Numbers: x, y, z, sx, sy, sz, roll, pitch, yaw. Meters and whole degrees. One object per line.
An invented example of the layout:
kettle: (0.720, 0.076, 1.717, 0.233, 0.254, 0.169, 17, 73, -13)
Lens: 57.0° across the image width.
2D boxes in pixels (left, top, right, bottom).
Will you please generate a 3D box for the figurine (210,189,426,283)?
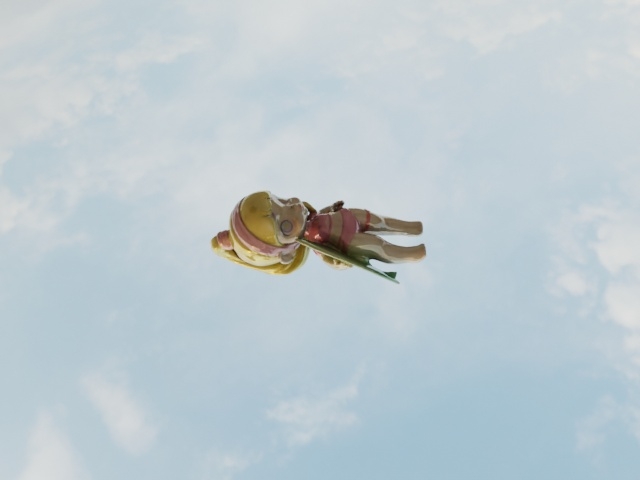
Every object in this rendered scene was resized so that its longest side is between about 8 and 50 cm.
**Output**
figurine: (0.000, 0.000, 0.515, 0.188, 0.083, 0.083, 3, -132, -15)
